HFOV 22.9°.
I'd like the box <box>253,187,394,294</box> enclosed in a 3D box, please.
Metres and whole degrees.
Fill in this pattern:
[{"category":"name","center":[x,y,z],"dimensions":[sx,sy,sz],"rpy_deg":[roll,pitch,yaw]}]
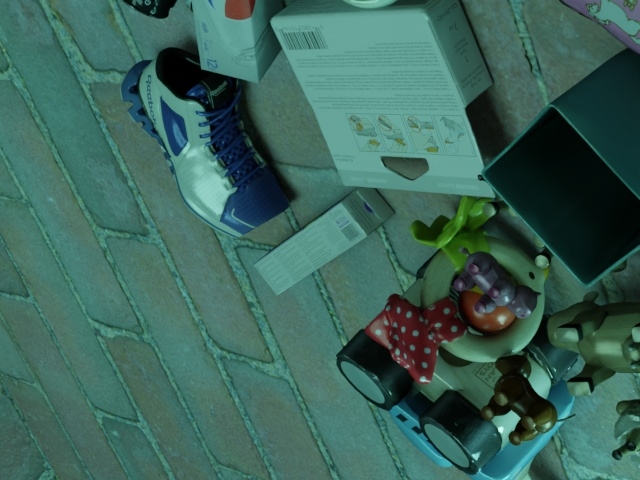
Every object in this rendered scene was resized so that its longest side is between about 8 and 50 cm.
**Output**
[{"category":"box","center":[0.000,0.000,2.346],"dimensions":[0.067,0.063,0.324],"rpy_deg":[52,149,-1]}]

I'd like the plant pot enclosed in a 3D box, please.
[{"category":"plant pot","center":[0.326,-0.105,1.641],"dimensions":[0.166,0.234,0.165],"rpy_deg":[48,150,4]}]

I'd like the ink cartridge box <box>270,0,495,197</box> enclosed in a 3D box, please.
[{"category":"ink cartridge box","center":[0.094,-0.188,2.015],"dimensions":[0.296,0.066,0.261],"rpy_deg":[7,129,49]}]

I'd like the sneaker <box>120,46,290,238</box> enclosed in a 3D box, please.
[{"category":"sneaker","center":[-0.162,-0.159,2.319],"dimensions":[0.315,0.127,0.182],"rpy_deg":[52,152,0]}]

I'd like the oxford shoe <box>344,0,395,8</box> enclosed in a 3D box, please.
[{"category":"oxford shoe","center":[0.065,-0.446,1.512],"dimensions":[0.169,0.130,0.449],"rpy_deg":[21,109,22]}]

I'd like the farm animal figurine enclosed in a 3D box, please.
[{"category":"farm animal figurine","center":[0.333,0.091,1.906],"dimensions":[0.326,0.172,0.330],"rpy_deg":[17,117,32]}]

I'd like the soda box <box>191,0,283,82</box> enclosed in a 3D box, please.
[{"category":"soda box","center":[-0.112,-0.349,2.057],"dimensions":[0.091,0.098,0.286],"rpy_deg":[16,138,19]}]

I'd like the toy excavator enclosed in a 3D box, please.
[{"category":"toy excavator","center":[0.248,0.275,2.234],"dimensions":[0.433,0.222,0.445],"rpy_deg":[37,161,19]}]

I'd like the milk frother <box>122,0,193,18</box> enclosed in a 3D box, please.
[{"category":"milk frother","center":[-0.207,-0.390,2.164],"dimensions":[0.135,0.129,0.143],"rpy_deg":[-56,40,24]}]

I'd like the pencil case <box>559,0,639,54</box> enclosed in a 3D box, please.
[{"category":"pencil case","center":[0.341,-0.260,1.531],"dimensions":[0.386,0.160,0.167],"rpy_deg":[36,102,23]}]

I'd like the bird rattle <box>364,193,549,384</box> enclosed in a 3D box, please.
[{"category":"bird rattle","center":[0.188,0.072,2.023],"dimensions":[0.207,0.254,0.143],"rpy_deg":[21,159,-7]}]
